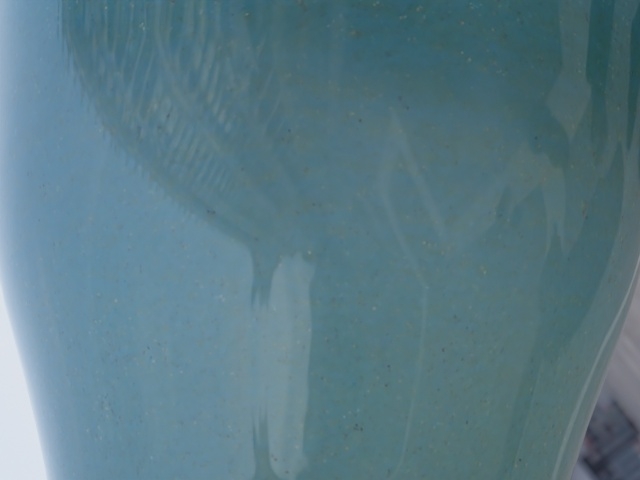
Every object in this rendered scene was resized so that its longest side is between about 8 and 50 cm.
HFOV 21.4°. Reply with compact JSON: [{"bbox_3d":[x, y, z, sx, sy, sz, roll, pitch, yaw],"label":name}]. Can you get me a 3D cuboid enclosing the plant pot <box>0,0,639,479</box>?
[{"bbox_3d":[0.000,0.000,0.629,0.271,0.271,0.255,41,-130,-72],"label":"plant pot"}]
